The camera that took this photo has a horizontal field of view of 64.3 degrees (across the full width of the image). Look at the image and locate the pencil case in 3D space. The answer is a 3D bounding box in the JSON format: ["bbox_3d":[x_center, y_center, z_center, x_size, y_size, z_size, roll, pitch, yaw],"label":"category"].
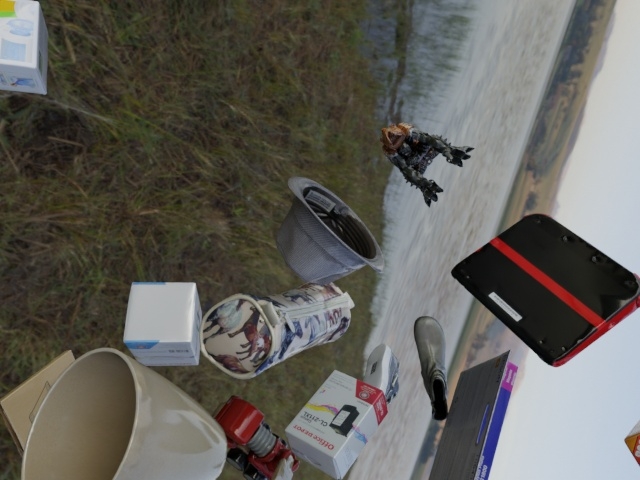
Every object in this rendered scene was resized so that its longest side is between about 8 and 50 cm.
[{"bbox_3d":[-0.069,0.177,1.115,0.410,0.184,0.159,-1,74,-65],"label":"pencil case"}]

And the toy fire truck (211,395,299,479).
[{"bbox_3d":[-0.139,0.470,1.145,0.246,0.217,0.158,-28,-163,52],"label":"toy fire truck"}]

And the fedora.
[{"bbox_3d":[0.000,0.000,0.955,0.124,0.244,0.275,-46,-166,16],"label":"fedora"}]

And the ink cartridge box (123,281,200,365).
[{"bbox_3d":[-0.497,0.277,1.646,0.270,0.198,0.197,106,-17,-60],"label":"ink cartridge box"}]

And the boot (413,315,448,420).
[{"bbox_3d":[0.307,0.337,1.356,0.161,0.083,0.246,-65,145,-77],"label":"boot"}]

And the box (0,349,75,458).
[{"bbox_3d":[-0.620,0.375,1.165,0.201,0.021,0.164,-51,131,-63],"label":"box"}]

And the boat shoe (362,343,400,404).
[{"bbox_3d":[0.178,0.422,1.462,0.108,0.102,0.301,-43,-173,25],"label":"boat shoe"}]

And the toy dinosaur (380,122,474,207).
[{"bbox_3d":[0.218,-0.207,1.228,0.322,0.218,0.164,-21,146,-48],"label":"toy dinosaur"}]

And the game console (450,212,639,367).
[{"bbox_3d":[0.601,0.111,1.364,0.342,0.386,0.060,-34,139,-8],"label":"game console"}]

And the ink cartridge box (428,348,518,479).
[{"bbox_3d":[0.350,0.433,1.146,0.330,0.071,0.324,102,12,-68],"label":"ink cartridge box"}]

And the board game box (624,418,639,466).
[{"bbox_3d":[0.835,0.414,0.880,0.356,0.356,0.356,-41,152,30],"label":"board game box"}]

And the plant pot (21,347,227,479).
[{"bbox_3d":[-0.296,0.346,0.864,0.274,0.256,0.256,41,68,-48],"label":"plant pot"}]

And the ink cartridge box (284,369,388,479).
[{"bbox_3d":[0.034,0.363,1.019,0.175,0.127,0.072,-42,133,-38],"label":"ink cartridge box"}]

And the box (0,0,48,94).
[{"bbox_3d":[-0.541,-0.308,0.784,0.103,0.203,0.114,159,-70,-68],"label":"box"}]
